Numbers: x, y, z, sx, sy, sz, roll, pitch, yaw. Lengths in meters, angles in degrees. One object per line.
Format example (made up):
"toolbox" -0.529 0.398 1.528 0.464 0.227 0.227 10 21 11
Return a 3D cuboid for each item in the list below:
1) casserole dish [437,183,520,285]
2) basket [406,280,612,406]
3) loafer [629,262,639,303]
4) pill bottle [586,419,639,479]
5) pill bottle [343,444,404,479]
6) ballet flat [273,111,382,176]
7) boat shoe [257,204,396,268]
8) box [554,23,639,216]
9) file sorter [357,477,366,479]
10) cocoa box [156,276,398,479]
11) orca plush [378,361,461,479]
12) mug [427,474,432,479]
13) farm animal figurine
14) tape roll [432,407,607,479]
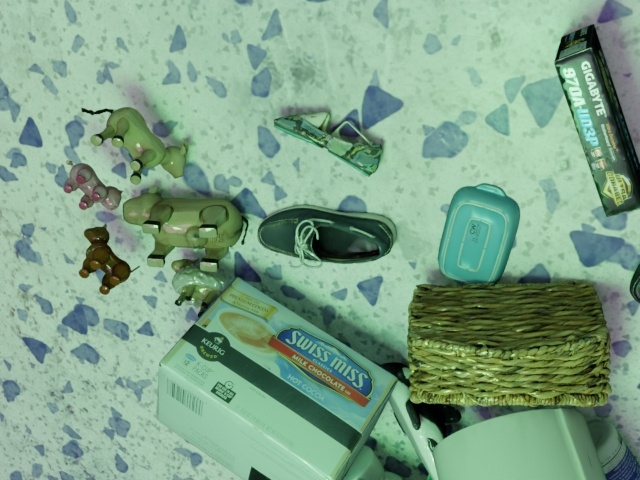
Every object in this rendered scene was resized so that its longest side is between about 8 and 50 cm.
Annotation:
"casserole dish" 0.249 0.001 1.289 0.114 0.037 0.189 18 119 14
"basket" 0.286 0.206 1.239 0.298 0.213 0.223 -1 115 9
"loafer" 0.534 0.022 1.151 0.076 0.078 0.223 42 123 0
"pill bottle" 0.486 0.405 1.339 0.112 0.112 0.187 -30 100 32
"pill bottle" 0.118 0.558 1.533 0.176 0.176 0.319 -22 104 30
"ballet flat" 0.016 -0.171 1.298 0.188 0.070 0.070 28 122 6
"boat shoe" 0.000 0.000 1.369 0.254 0.079 0.095 7 117 20
"box" 0.374 -0.163 1.072 0.051 0.175 0.220 -17 106 26
"file sorter" 0.101 0.593 1.362 0.192 0.173 0.278 21 108 -1
"cocoa box" -0.082 0.279 1.407 0.347 0.228 0.231 31 143 12
"orca plush" 0.208 0.328 1.402 0.287 0.102 0.151 59 169 35
"mug" 0.262 0.456 1.460 0.157 0.097 0.130 -2 86 49
"farm animal figurine" -0.279 -0.057 1.418 0.326 0.172 0.330 19 122 -3
"tape roll" 0.306 0.376 1.210 0.246 0.169 0.246 -8 148 -5
